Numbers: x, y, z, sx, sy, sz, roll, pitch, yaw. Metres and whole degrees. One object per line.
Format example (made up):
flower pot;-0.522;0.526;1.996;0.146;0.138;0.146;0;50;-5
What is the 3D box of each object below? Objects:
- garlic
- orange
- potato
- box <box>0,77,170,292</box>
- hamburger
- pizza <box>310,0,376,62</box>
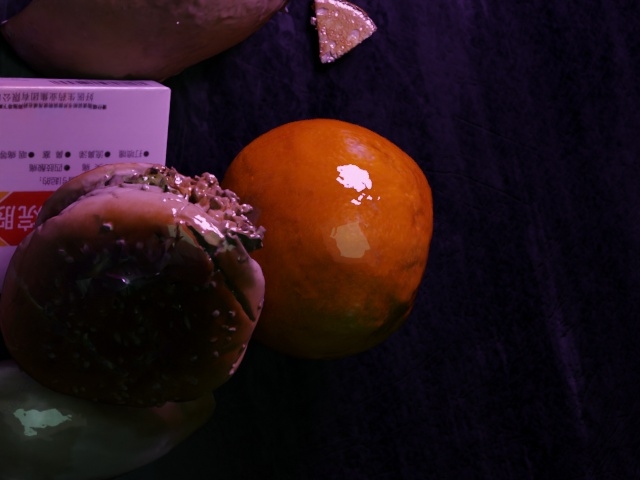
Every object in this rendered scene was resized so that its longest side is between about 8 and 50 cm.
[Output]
garlic;-0.247;0.188;1.585;0.318;0.112;0.143;-1;85;-39
orange;0.000;0.000;1.621;0.261;0.261;0.261;0;90;-29
potato;-0.159;-0.243;1.571;0.264;0.189;0.211;-47;111;-20
box;-0.328;-0.055;1.522;0.353;0.069;0.214;-2;107;-28
hamburger;-0.171;0.048;1.480;0.286;0.146;0.243;-26;113;12
pizza;0.015;-0.242;1.764;0.083;0.025;0.078;29;91;-8
